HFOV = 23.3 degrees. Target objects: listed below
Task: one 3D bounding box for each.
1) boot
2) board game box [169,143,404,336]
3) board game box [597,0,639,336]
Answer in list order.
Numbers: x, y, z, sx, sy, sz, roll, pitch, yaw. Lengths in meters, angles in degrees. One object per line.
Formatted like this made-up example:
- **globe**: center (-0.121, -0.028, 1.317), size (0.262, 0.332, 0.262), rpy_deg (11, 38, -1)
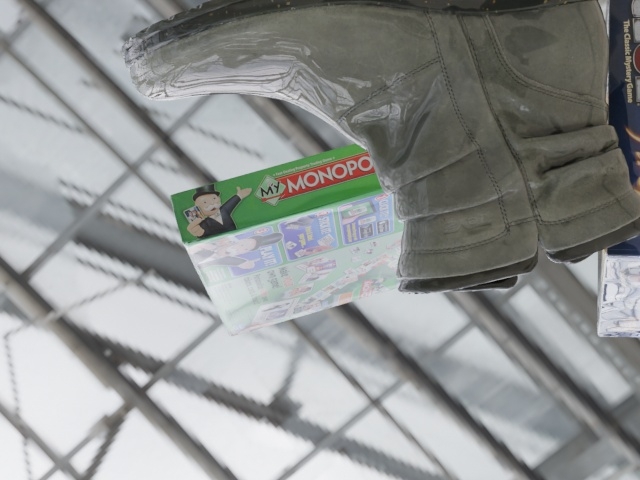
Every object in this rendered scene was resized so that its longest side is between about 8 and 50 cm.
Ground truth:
- **boot**: center (0.035, -0.047, 0.750), size (0.083, 0.246, 0.161), rpy_deg (-170, 72, -86)
- **board game box**: center (0.000, 0.000, 1.337), size (0.317, 0.213, 0.046), rpy_deg (80, 173, -73)
- **board game box**: center (0.196, -0.041, 0.965), size (0.243, 0.042, 0.165), rpy_deg (57, -145, -74)
